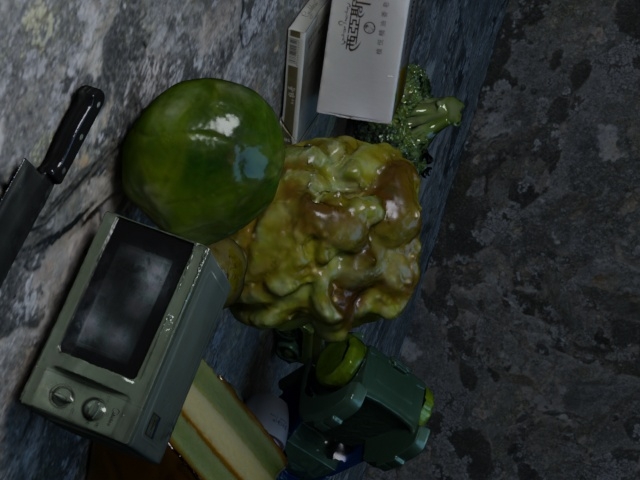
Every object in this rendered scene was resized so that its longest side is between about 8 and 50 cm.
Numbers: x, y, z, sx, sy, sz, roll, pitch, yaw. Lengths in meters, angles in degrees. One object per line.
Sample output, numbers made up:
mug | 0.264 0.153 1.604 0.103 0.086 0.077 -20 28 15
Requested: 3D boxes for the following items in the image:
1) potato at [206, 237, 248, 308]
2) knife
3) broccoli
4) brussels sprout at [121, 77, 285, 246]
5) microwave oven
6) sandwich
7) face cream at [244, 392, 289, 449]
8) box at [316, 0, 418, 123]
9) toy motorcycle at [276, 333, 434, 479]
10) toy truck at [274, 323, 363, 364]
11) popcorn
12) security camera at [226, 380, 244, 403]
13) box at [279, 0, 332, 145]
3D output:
potato | -0.132 0.036 1.592 0.138 0.070 0.091 -4 93 -45
knife | -0.249 -0.034 1.182 0.072 0.019 0.245 73 39 -68
broccoli | 0.140 -0.197 2.296 0.226 0.176 0.197 -16 104 -40
brussels sprout | -0.114 -0.078 1.408 0.161 0.144 0.180 -50 159 -20
microwave oven | -0.191 0.097 1.378 0.163 0.129 0.205 77 34 -72
sandwich | -0.196 0.252 1.640 0.198 0.227 0.155 -36 -177 30
face cream | -0.094 0.296 2.217 0.091 0.091 0.095 89 15 -58
box | 0.073 -0.305 1.892 0.194 0.111 0.260 -64 165 -70
toy motorcycle | 0.012 0.306 2.283 0.326 0.191 0.199 -30 -145 40
toy truck | 0.006 0.098 2.260 0.259 0.135 0.128 89 23 -50
popcorn | -0.009 0.001 1.746 0.247 0.282 0.282 17 -93 63
security camera | -0.164 0.235 1.855 0.301 0.080 0.157 75 37 -65
box | -0.019 -0.230 1.890 0.109 0.029 0.198 -59 162 -44
